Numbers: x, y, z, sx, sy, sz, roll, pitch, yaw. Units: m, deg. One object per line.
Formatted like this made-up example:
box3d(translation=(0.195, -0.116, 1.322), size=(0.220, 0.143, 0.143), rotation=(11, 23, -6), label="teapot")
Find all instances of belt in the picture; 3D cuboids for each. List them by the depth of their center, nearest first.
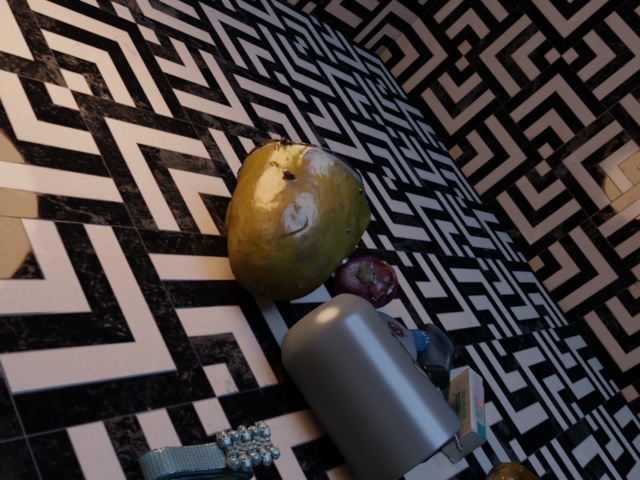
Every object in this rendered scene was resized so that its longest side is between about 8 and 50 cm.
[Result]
box3d(translation=(-0.150, 0.294, 0.921), size=(0.179, 0.100, 0.065), rotation=(14, 38, -48), label="belt")

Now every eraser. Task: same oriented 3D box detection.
box3d(translation=(0.323, 0.392, 1.574), size=(0.052, 0.095, 0.225), rotation=(41, 26, -9), label="eraser")

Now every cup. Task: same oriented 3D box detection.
box3d(translation=(0.079, 0.259, 1.224), size=(0.312, 0.205, 0.205), rotation=(54, 25, 12), label="cup")

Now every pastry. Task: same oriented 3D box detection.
box3d(translation=(0.438, 0.579, 1.501), size=(0.192, 0.093, 0.182), rotation=(39, 29, -22), label="pastry")

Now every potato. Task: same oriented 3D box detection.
box3d(translation=(-0.063, 0.008, 1.398), size=(0.397, 0.289, 0.296), rotation=(81, 19, -61), label="potato")

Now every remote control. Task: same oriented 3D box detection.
box3d(translation=(0.262, 0.317, 1.643), size=(0.107, 0.044, 0.377), rotation=(43, 25, -3), label="remote control")

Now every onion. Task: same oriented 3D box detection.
box3d(translation=(0.107, 0.119, 1.614), size=(0.140, 0.150, 0.150), rotation=(84, -6, -45), label="onion")

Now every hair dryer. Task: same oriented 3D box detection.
box3d(translation=(0.261, 0.357, 1.480), size=(0.100, 0.057, 0.198), rotation=(14, 47, -48), label="hair dryer")

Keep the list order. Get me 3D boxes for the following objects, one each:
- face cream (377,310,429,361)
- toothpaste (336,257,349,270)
box3d(translation=(0.136, 0.220, 1.518), size=(0.336, 0.080, 0.163), rotation=(13, 34, -52), label="face cream")
box3d(translation=(0.000, 0.000, 1.670), size=(0.255, 0.037, 0.067), rotation=(46, 29, -1), label="toothpaste")
